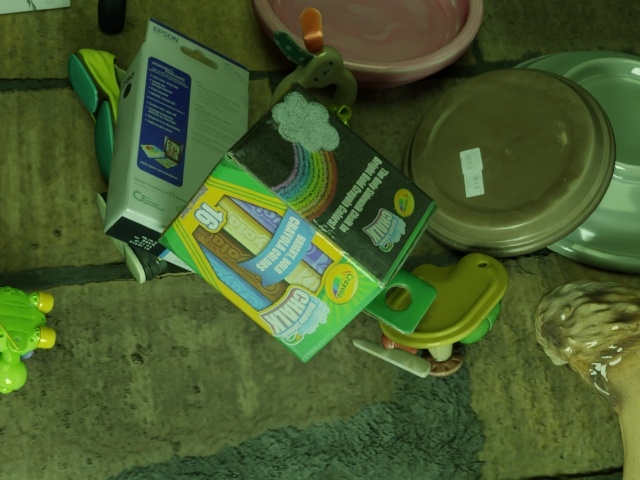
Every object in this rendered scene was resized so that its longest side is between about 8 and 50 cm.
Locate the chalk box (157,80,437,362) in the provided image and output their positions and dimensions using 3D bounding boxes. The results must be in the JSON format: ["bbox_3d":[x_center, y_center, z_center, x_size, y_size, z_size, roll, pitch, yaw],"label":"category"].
[{"bbox_3d":[0.000,0.000,1.545,0.289,0.179,0.180,42,43,-4],"label":"chalk box"}]

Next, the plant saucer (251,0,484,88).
[{"bbox_3d":[0.063,-0.331,1.926,0.332,0.084,0.332,4,50,-5],"label":"plant saucer"}]

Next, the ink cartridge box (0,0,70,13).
[{"bbox_3d":[-0.427,-0.374,1.910,0.135,0.056,0.099,-8,53,-14],"label":"ink cartridge box"}]

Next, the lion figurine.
[{"bbox_3d":[0.381,0.207,1.496,0.240,0.142,0.392,-4,55,-2],"label":"lion figurine"}]

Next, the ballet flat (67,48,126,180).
[{"bbox_3d":[-0.265,-0.168,1.757,0.077,0.077,0.231,-3,49,-28],"label":"ballet flat"}]

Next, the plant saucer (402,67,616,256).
[{"bbox_3d":[0.234,-0.110,1.721,0.278,0.041,0.277,-9,61,16],"label":"plant saucer"}]

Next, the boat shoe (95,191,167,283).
[{"bbox_3d":[-0.232,-0.008,1.642,0.042,0.049,0.133,-26,66,-21],"label":"boat shoe"}]

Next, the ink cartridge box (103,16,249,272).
[{"bbox_3d":[-0.173,-0.118,1.689,0.165,0.065,0.332,25,45,-26],"label":"ink cartridge box"}]

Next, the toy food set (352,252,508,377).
[{"bbox_3d":[0.140,0.102,1.599,0.128,0.071,0.218,15,44,36],"label":"toy food set"}]

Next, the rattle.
[{"bbox_3d":[0.006,-0.175,1.713,0.130,0.199,0.142,-5,52,-12],"label":"rattle"}]

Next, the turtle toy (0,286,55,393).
[{"bbox_3d":[-0.351,0.107,1.518,0.095,0.066,0.130,12,48,-29],"label":"turtle toy"}]

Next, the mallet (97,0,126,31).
[{"bbox_3d":[-0.278,-0.379,1.931,0.039,0.062,0.189,13,50,1],"label":"mallet"}]

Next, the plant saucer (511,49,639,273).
[{"bbox_3d":[0.403,-0.139,1.806,0.401,0.100,0.400,4,50,-5],"label":"plant saucer"}]
